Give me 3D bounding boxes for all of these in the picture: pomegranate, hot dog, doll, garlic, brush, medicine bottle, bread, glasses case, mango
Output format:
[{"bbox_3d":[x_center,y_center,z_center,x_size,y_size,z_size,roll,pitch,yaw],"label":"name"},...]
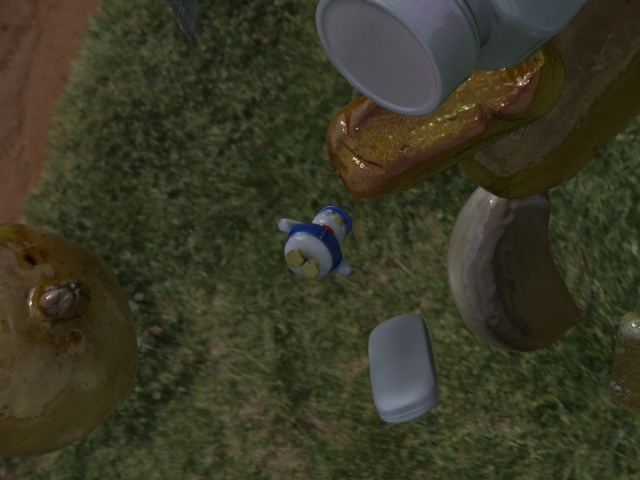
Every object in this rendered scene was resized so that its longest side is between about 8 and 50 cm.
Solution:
[{"bbox_3d":[-0.466,0.151,1.870,0.410,0.410,0.410,-7,72,22],"label":"pomegranate"},{"bbox_3d":[0.441,0.160,1.592,0.084,0.242,0.073,22,64,22],"label":"hot dog"},{"bbox_3d":[0.000,0.000,1.343,0.099,0.143,0.058,38,122,1],"label":"doll"},{"bbox_3d":[0.272,0.010,1.715,0.196,0.338,0.151,-19,28,-6],"label":"garlic"},{"bbox_3d":[-0.142,-0.367,1.333,0.013,0.103,0.272,1,65,16],"label":"brush"},{"bbox_3d":[0.126,-0.221,0.823,0.161,0.111,0.296,44,68,-2],"label":"medicine bottle"},{"bbox_3d":[0.112,-0.120,1.116,0.245,0.094,0.102,-27,75,32],"label":"bread"},{"bbox_3d":[0.097,0.149,1.398,0.076,0.049,0.197,-21,25,9],"label":"glasses case"},{"bbox_3d":[0.276,-0.247,1.284,0.301,0.220,0.445,24,84,1],"label":"mango"}]
